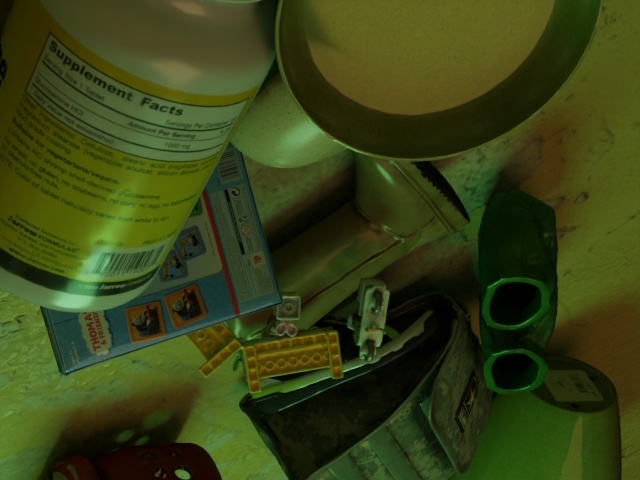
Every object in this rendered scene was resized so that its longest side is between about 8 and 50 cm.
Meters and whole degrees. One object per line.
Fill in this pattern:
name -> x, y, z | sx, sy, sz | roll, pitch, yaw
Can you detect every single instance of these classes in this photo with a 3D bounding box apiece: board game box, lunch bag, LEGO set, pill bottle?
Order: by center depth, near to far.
pill bottle -> -0.148, -0.121, 1.009 | 0.187, 0.188, 0.334 | 1, 134, -39
board game box -> -0.154, 0.012, 1.220 | 0.211, 0.160, 0.039 | -18, -172, -20
LEGO set -> -0.081, 0.071, 1.331 | 0.286, 0.107, 0.132 | 14, 93, -12
lunch bag -> 0.085, 0.208, 1.637 | 0.287, 0.169, 0.235 | -36, 146, -5

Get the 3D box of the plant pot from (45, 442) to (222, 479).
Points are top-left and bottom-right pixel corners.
plant pot -> -0.220, 0.326, 1.535 | 0.174, 0.191, 0.191 | 4, 134, -30

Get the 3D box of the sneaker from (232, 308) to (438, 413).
sneaker -> 0.013, 0.111, 1.505 | 0.234, 0.097, 0.084 | -24, 174, 4

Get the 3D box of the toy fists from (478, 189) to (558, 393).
toy fists -> 0.228, 0.053, 1.556 | 0.096, 0.142, 0.279 | -4, 145, 6

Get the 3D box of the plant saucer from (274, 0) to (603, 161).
plant saucer -> 0.083, -0.165, 0.964 | 0.240, 0.037, 0.241 | -7, 129, -9

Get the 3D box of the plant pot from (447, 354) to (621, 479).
plant pot -> 0.310, 0.316, 1.897 | 0.274, 0.275, 0.294 | -7, 123, -31

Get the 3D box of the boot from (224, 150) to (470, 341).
boot -> 0.000, 0.000, 1.371 | 0.269, 0.089, 0.236 | -33, 140, 10

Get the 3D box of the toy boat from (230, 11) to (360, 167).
toy boat -> 0.061, -0.194, 1.098 | 0.318, 0.148, 0.267 | -37, 175, 36
